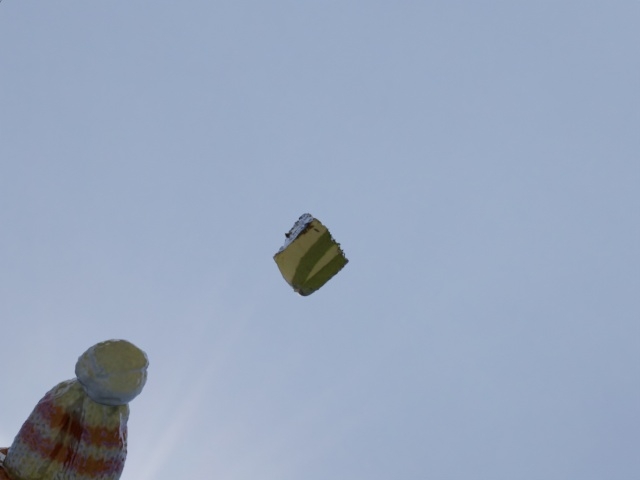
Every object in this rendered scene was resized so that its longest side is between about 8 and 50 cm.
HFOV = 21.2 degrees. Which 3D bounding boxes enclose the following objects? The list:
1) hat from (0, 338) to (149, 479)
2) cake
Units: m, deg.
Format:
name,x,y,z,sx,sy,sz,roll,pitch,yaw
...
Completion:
name,x,y,z,sx,sy,sz,roll,pitch,yaw
hat,-0.174,0.140,1.259,0.112,0.162,0.093,15,-163,-32
cake,0.000,0.000,1.444,0.051,0.055,0.140,48,-164,-6
